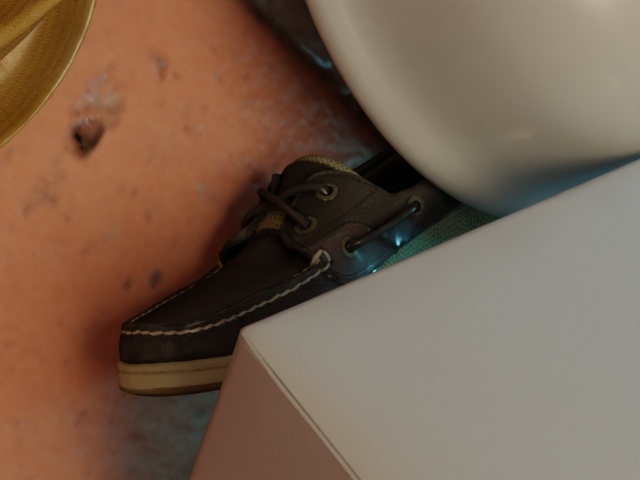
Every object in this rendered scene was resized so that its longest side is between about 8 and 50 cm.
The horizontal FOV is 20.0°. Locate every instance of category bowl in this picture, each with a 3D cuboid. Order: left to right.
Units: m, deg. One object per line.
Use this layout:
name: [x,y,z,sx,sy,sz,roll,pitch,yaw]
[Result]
bowl: [0.130,-0.159,0.745,0.298,0.134,0.298,6,82,-45]

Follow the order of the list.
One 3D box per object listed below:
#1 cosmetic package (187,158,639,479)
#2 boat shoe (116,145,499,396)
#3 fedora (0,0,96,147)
cosmetic package: [0.066,0.110,0.714,0.224,0.138,0.225,-22,150,-35]
boat shoe: [0.001,0.000,0.749,0.223,0.080,0.073,-23,106,-40]
fedora: [-0.144,-0.099,0.609,0.194,0.079,0.194,-8,103,-38]
